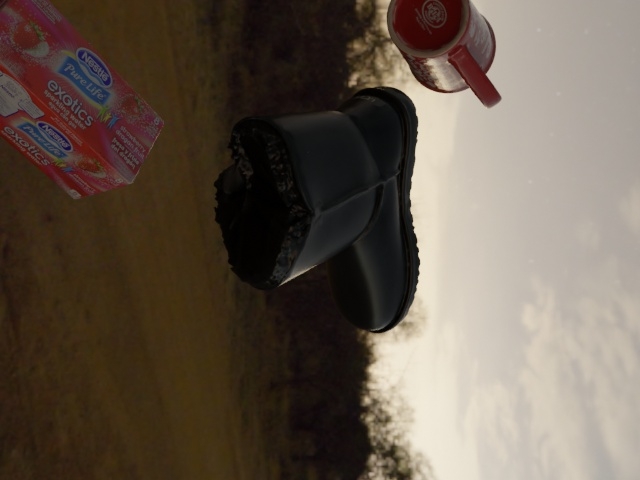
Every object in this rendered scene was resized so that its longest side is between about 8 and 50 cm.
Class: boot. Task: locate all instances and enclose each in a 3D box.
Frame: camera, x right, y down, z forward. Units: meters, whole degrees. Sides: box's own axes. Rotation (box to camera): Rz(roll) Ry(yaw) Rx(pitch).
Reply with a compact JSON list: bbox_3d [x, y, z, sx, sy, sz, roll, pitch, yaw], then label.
[{"bbox_3d":[0.000,0.000,0.640,0.207,0.094,0.247,-29,128,-49],"label":"boot"}]

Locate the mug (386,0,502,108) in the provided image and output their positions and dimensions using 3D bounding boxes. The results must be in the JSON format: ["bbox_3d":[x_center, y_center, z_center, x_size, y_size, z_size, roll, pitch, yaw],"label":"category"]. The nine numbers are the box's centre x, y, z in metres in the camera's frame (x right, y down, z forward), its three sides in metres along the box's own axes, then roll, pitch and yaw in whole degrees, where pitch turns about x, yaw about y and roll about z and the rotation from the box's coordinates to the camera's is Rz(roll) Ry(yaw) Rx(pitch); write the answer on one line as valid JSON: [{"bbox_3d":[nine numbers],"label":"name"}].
[{"bbox_3d":[0.156,-0.235,0.884,0.113,0.150,0.169,-66,163,8],"label":"mug"}]

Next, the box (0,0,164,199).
[{"bbox_3d":[-0.346,-0.184,0.980,0.257,0.128,0.123,48,48,-36],"label":"box"}]
